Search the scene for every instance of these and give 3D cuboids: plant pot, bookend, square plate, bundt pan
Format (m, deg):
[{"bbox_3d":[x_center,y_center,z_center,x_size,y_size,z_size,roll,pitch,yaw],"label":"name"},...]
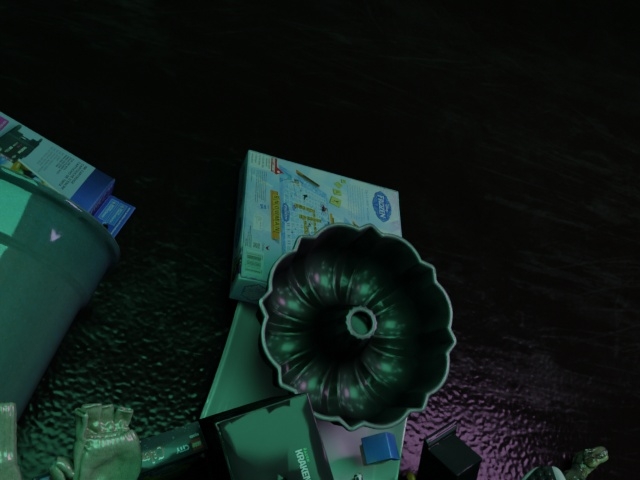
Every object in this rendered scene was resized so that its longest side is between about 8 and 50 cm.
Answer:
[{"bbox_3d":[-0.497,0.106,1.118,0.341,0.341,0.334,22,62,-10],"label":"plant pot"},{"bbox_3d":[0.235,0.403,1.319,0.072,0.157,0.156,-23,42,-32],"label":"bookend"},{"bbox_3d":[-0.013,0.260,1.394,0.347,0.049,0.344,22,55,-10],"label":"square plate"},{"bbox_3d":[0.042,0.144,1.310,0.331,0.124,0.331,7,71,-20],"label":"bundt pan"}]

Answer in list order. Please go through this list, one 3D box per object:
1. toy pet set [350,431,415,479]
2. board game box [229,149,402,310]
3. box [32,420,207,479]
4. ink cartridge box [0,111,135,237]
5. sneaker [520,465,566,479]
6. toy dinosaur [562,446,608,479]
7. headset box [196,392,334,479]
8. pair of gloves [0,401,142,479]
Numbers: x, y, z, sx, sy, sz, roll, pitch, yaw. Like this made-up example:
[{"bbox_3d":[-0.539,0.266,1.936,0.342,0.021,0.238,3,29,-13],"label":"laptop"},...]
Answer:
[{"bbox_3d":[0.111,0.371,1.314,0.122,0.065,0.114,0,64,-25],"label":"toy pet set"},{"bbox_3d":[0.000,0.000,1.509,0.318,0.066,0.319,15,46,-16],"label":"board game box"},{"bbox_3d":[-0.291,0.334,1.160,0.233,0.159,0.044,-14,68,-30],"label":"box"},{"bbox_3d":[-0.488,-0.083,1.382,0.311,0.065,0.186,32,54,-5],"label":"ink cartridge box"},{"bbox_3d":[0.376,0.524,1.353,0.118,0.110,0.292,27,62,-54],"label":"sneaker"},{"bbox_3d":[0.444,0.485,1.461,0.268,0.064,0.118,-33,75,-30],"label":"toy dinosaur"},{"bbox_3d":[-0.065,0.349,1.133,0.131,0.283,0.246,-15,83,-17],"label":"headset box"},{"bbox_3d":[-0.339,0.303,1.014,0.240,0.042,0.204,9,88,-32],"label":"pair of gloves"}]
